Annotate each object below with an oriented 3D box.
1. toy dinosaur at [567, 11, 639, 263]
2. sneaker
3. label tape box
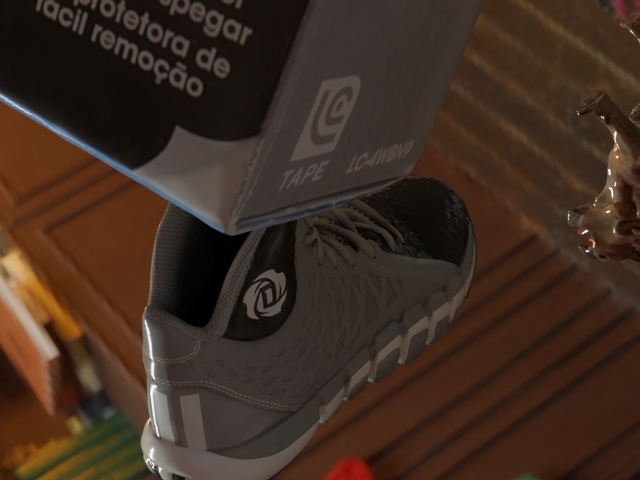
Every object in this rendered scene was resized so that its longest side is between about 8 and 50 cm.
[{"bbox_3d":[0.296,-0.053,1.150,0.200,0.127,0.295,55,164,-24],"label":"toy dinosaur"},{"bbox_3d":[0.000,0.000,0.684,0.086,0.229,0.132,14,130,29],"label":"sneaker"},{"bbox_3d":[-0.038,-0.213,0.379,0.249,0.115,0.348,30,115,21],"label":"label tape box"}]
